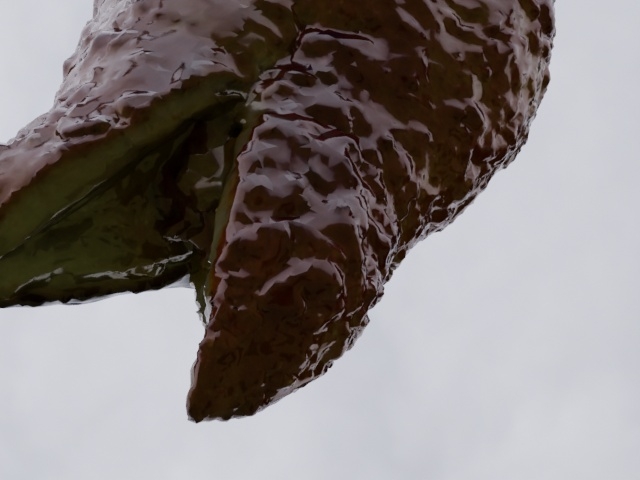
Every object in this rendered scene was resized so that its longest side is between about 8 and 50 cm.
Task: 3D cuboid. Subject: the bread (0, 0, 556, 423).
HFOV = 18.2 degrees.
[{"bbox_3d":[-0.011,-0.051,0.566,0.139,0.269,0.095,13,-58,18],"label":"bread"}]
